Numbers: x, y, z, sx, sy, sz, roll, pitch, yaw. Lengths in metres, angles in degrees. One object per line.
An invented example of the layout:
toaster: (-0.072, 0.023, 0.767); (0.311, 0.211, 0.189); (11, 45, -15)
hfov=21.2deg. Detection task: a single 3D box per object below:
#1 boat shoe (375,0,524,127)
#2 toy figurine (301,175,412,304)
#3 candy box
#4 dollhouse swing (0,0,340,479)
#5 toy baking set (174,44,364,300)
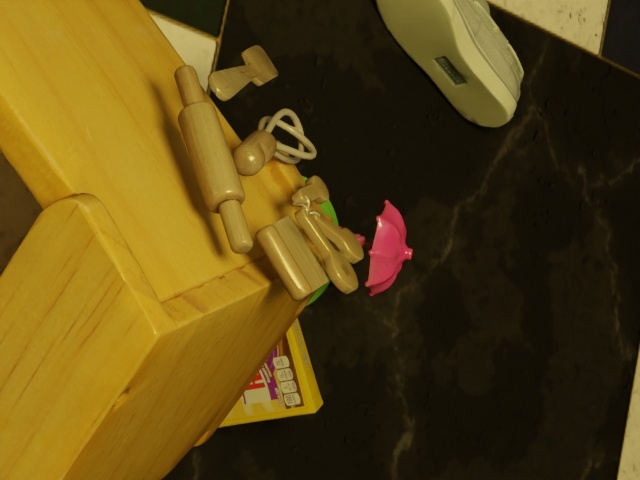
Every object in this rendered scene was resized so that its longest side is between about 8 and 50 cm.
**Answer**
boat shoe: (0.130, -0.212, 1.690); (0.227, 0.079, 0.081); (50, 51, -34)
toy figurine: (0.000, 0.000, 1.520); (0.173, 0.159, 0.130); (7, 86, -40)
candy box: (-0.075, 0.062, 1.496); (0.027, 0.105, 0.205); (-45, 122, -63)
dollhouse swing: (-0.198, 0.005, 1.313); (0.315, 0.305, 0.347); (-54, 169, 21)
toy baking set: (-0.045, -0.057, 1.327); (0.197, 0.030, 0.256); (22, 41, -58)
